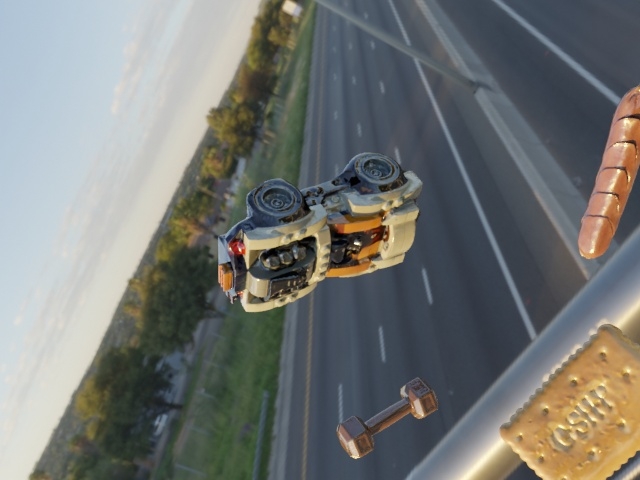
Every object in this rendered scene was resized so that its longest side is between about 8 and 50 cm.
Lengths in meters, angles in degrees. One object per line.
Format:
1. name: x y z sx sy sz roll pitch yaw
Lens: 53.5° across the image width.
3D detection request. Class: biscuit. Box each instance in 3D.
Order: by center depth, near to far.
1. biscuit: 0.403 0.261 0.947 0.250 0.160 0.030 -50 -21 14

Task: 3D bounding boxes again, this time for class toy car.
1. toy car: 0.000 0.002 0.872 0.118 0.301 0.193 52 150 32

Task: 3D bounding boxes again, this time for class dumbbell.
1. dumbbell: 0.146 0.387 1.386 0.230 0.092 0.082 -25 12 -18

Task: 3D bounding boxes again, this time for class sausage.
1. sausage: 0.665 -0.146 1.430 0.088 0.087 0.433 -88 1 -59
